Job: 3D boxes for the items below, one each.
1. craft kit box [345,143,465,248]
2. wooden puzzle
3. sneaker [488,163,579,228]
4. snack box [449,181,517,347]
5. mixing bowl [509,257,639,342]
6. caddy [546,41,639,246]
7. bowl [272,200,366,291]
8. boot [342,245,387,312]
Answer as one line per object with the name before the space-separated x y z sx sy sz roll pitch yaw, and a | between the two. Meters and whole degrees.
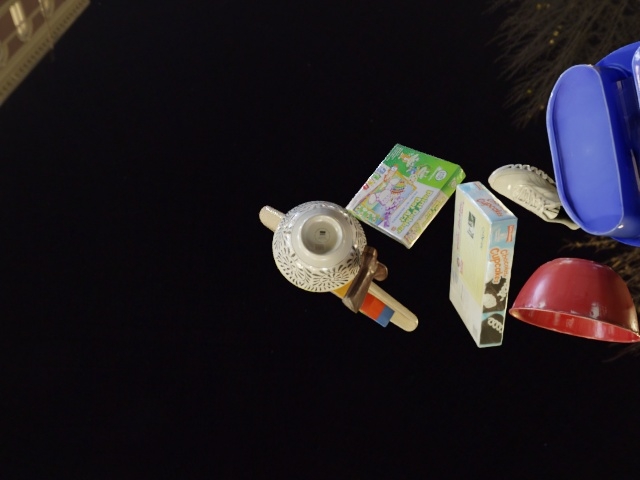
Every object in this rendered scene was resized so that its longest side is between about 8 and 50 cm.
craft kit box | 0.228 -0.131 1.344 0.250 0.061 0.247 -52 -135 -3
wooden puzzle | 0.029 0.083 1.126 0.080 0.348 0.322 -53 -137 -8
sneaker | 0.623 -0.125 1.382 0.292 0.110 0.118 22 -132 5
snack box | 0.353 0.053 1.079 0.060 0.321 0.187 -8 -149 -3
mixing bowl | 0.398 0.087 0.755 0.181 0.181 0.098 17 -103 -1
caddy | 0.517 -0.155 0.778 0.179 0.241 0.341 -6 -93 -45
bowl | 0.000 0.000 0.841 0.170 0.080 0.170 0 -104 -2
boot | 0.076 0.082 0.835 0.037 0.106 0.114 5 -121 30
